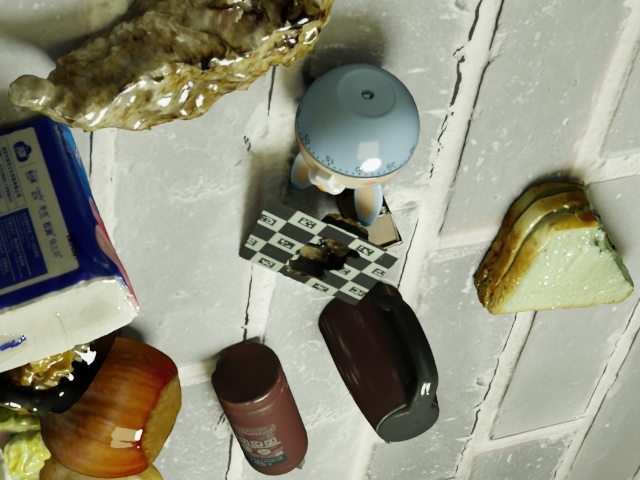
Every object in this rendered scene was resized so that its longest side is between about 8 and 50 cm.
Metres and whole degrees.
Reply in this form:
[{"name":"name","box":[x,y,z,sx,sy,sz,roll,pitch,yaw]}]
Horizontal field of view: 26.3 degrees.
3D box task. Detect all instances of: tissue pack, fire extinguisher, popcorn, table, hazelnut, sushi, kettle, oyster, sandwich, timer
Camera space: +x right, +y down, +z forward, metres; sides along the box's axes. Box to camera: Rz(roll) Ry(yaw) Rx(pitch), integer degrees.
[{"name":"tissue pack","box":[-0.353,0.005,1.601,0.209,0.269,0.137,-20,145,-10]},{"name":"fire extinguisher","box":[-0.097,0.297,2.249,0.135,0.114,0.337,13,148,21]},{"name":"popcorn","box":[-0.465,0.306,2.042,0.145,0.125,0.126,-37,134,2]},{"name":"table","box":[0.065,-0.038,1.936,0.070,0.083,0.082,-21,140,0]},{"name":"hazelnut","box":[-0.308,0.240,2.014,0.210,0.210,0.186,-38,165,19]},{"name":"sushi","box":[0.000,0.000,1.904,0.192,0.050,0.215,23,154,-7]},{"name":"kettle","box":[0.112,0.183,2.111,0.144,0.232,0.202,0,137,-30]},{"name":"oyster","box":[-0.154,-0.197,1.600,0.396,0.111,0.204,-24,147,-6]},{"name":"sandwich","box":[0.409,0.015,2.177,0.288,0.099,0.254,-2,139,-26]},{"name":"sushi","box":[-0.391,0.126,1.816,0.213,0.204,0.200,11,174,12]},{"name":"timer","box":[0.029,-0.107,1.754,0.175,0.175,0.255,2,131,-31]}]

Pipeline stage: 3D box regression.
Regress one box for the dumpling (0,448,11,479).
[{"name":"dumpling","box":[-0.553,0.322,1.948,0.243,0.226,0.175,-16,175,-3]}]

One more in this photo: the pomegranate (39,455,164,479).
[{"name":"pomegranate","box":[-0.359,0.424,2.134,0.264,0.264,0.264,-15,143,-12]}]
